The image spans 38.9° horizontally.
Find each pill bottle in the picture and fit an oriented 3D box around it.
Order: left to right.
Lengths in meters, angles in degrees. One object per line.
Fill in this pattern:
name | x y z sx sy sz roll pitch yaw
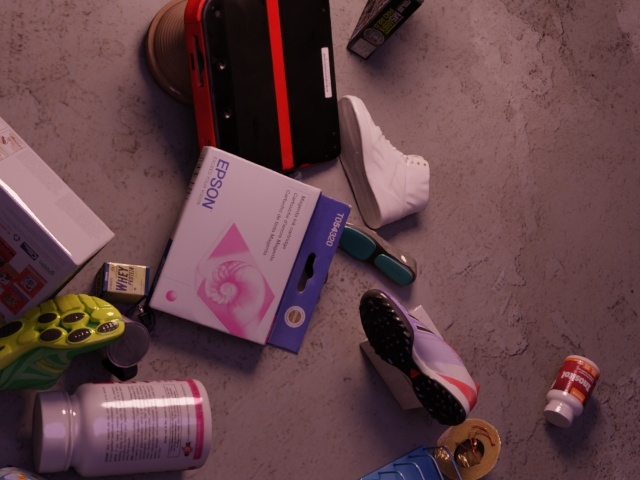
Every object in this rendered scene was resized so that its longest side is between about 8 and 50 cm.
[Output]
pill bottle | -0.344 0.324 1.568 0.283 0.160 0.160 2 74 -25
pill bottle | 0.560 0.339 2.032 0.086 0.086 0.152 40 62 -9

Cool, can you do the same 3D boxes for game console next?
game console | -0.107 -0.324 1.835 0.342 0.060 0.386 -18 110 -39

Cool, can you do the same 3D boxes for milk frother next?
milk frother | -0.343 0.164 1.629 0.143 0.135 0.129 -40 126 -25

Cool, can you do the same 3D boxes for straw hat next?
straw hat | 0.314 0.450 1.894 0.144 0.145 0.061 -59 145 -27

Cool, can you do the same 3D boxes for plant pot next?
plant pot | -0.230 -0.395 1.843 0.237 0.110 0.237 2 84 -21

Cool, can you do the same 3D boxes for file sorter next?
file sorter | 0.187 0.494 1.800 0.170 0.104 0.118 -20 85 -29

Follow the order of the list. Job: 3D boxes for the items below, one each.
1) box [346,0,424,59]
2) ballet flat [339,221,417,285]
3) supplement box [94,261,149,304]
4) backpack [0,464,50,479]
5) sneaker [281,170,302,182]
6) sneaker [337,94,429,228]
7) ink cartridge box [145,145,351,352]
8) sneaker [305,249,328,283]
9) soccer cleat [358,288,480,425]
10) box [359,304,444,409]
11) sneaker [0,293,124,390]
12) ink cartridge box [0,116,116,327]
box | 0.172 -0.551 2.010 0.060 0.270 0.216 30 64 -13
ballet flat | 0.118 0.019 1.941 0.213 0.072 0.068 36 36 -13
supplement box | -0.367 0.080 1.673 0.083 0.083 0.056 8 71 -22
backpack | -0.480 0.449 1.493 0.182 0.115 0.152 41 65 -6
sneaker | -0.098 -0.060 1.861 0.209 0.069 0.082 -51 125 -34
sneaker | 0.141 -0.186 1.988 0.169 0.108 0.292 -17 93 -30
ink cartridge box | -0.126 0.026 1.752 0.330 0.071 0.324 20 88 -18
sneaker | 0.000 0.000 1.880 0.071 0.066 0.188 -8 79 -28
soccer cleat | 0.197 0.215 1.795 0.318 0.109 0.116 52 43 -3
box | 0.190 0.243 1.883 0.130 0.091 0.170 -33 91 -28
sneaker | -0.462 0.179 1.531 0.296 0.123 0.109 -19 53 8
ink cartridge box | -0.562 -0.022 1.559 0.309 0.272 0.130 47 31 -6
